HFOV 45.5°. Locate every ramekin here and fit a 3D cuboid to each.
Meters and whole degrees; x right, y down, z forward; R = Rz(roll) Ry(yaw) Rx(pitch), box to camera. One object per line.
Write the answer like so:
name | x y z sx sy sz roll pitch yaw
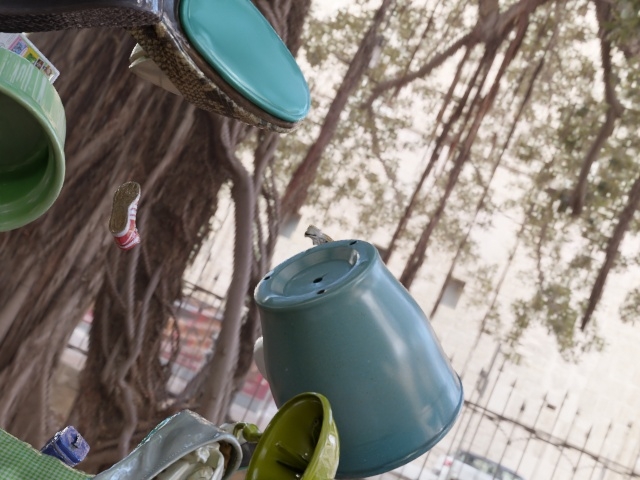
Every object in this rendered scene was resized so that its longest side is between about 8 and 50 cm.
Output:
ramekin | -0.561 -0.172 1.236 0.303 0.303 0.148 30 30 -29

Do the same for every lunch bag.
lunch bag | -0.480 0.395 1.438 0.067 0.065 0.098 50 -2 -8

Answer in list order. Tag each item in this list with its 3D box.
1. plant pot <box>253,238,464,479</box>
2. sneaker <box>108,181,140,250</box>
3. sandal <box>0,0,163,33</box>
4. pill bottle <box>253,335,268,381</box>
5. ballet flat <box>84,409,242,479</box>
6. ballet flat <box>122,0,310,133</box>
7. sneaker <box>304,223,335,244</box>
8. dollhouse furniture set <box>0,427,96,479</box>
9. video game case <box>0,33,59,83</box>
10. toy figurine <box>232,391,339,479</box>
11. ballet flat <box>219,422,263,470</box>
plant pot | 0.036 0.146 1.084 0.272 0.272 0.255 10 -53 55
sneaker | -0.325 -0.038 1.286 0.042 0.118 0.067 2 -39 5
sandal | -0.270 -0.235 0.728 0.255 0.054 0.097 2 3 9
pill bottle | 0.013 0.189 1.589 0.319 0.176 0.176 -35 -49 30
ballet flat | -0.116 0.171 0.469 0.068 0.072 0.213 20 22 18
ballet flat | -0.206 -0.290 0.903 0.182 0.164 0.483 -13 -40 31
sneaker | 0.000 0.000 1.709 0.083 0.037 0.032 36 9 -6
dollhouse furniture set | -0.339 0.341 0.810 0.198 0.301 0.151 35 -44 -15
video game case | -0.625 -0.317 1.457 0.023 0.212 0.193 -1 -38 38
toy figurine | -0.021 0.354 0.707 0.217 0.362 0.191 36 -38 -16
ballet flat | -0.151 0.308 1.112 0.203 0.074 0.074 -20 -24 11
